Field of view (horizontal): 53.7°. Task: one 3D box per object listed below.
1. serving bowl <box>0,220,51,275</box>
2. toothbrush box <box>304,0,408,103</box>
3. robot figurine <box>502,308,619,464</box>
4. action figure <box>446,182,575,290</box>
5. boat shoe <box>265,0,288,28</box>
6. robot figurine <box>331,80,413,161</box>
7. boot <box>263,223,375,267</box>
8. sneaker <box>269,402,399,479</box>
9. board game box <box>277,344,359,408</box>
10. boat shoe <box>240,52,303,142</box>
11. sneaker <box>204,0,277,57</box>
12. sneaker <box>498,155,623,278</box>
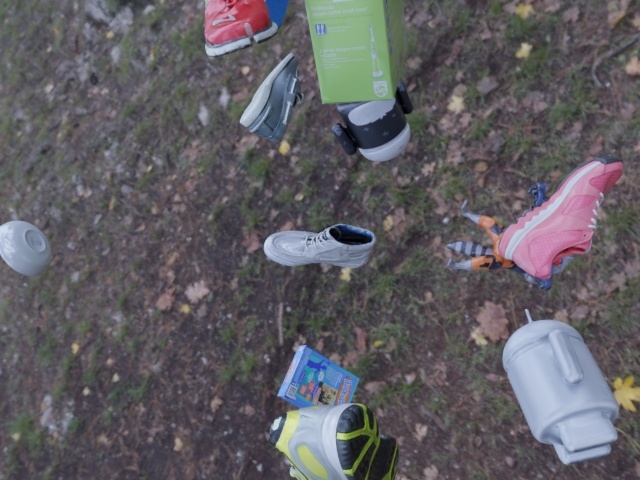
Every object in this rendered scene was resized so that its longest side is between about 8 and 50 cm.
[{"bbox_3d":[-0.403,0.007,0.873,0.027,0.083,0.083,-28,38,15],"label":"serving bowl"},{"bbox_3d":[0.057,-0.386,0.980,0.122,0.283,0.206,1,39,15],"label":"toothbrush box"},{"bbox_3d":[0.557,0.335,1.490,0.199,0.300,0.354,-11,49,-3],"label":"robot figurine"},{"bbox_3d":[0.539,-0.004,1.767,0.179,0.330,0.341,104,-175,-58],"label":"action figure"},{"bbox_3d":[-0.111,-0.536,1.282,0.089,0.109,0.259,178,95,-72],"label":"boat shoe"},{"bbox_3d":[0.153,-0.367,1.866,0.209,0.278,0.174,-15,34,29],"label":"robot figurine"},{"bbox_3d":[0.000,0.000,1.494,0.123,0.258,0.095,111,160,-59],"label":"boot"},{"bbox_3d":[0.036,0.370,1.058,0.147,0.385,0.145,3,49,22],"label":"sneaker"},{"bbox_3d":[-0.002,0.424,1.833,0.047,0.210,0.160,-20,40,57],"label":"board game box"},{"bbox_3d":[-0.097,-0.336,1.493,0.116,0.099,0.319,-41,20,36],"label":"boat shoe"},{"bbox_3d":[-0.133,-0.353,0.897,0.107,0.118,0.279,-19,41,2],"label":"sneaker"},{"bbox_3d":[0.520,-0.039,1.298,0.314,0.116,0.136,-41,61,-2],"label":"sneaker"}]
